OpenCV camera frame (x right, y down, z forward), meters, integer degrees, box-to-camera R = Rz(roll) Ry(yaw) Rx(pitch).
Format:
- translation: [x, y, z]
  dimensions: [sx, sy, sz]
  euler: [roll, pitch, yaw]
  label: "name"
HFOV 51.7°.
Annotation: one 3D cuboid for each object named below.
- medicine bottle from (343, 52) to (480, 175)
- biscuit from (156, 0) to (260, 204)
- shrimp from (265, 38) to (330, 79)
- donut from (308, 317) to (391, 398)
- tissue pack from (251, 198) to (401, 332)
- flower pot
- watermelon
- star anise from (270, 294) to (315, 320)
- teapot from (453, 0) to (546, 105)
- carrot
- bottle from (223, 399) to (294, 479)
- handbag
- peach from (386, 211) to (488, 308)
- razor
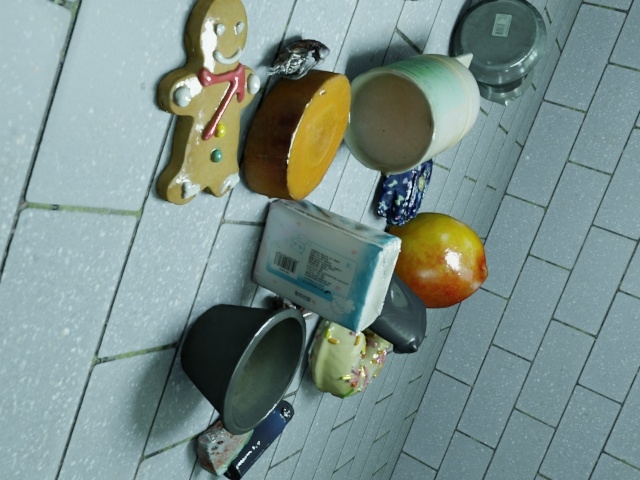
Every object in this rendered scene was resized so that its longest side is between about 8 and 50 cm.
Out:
- translation: [0.242, -0.317, 1.556]
  dimensions: [0.406, 0.236, 0.235]
  euler: [-33, 140, -52]
  label: "medicine bottle"
- translation: [-0.167, -0.214, 1.033]
  dimensions: [0.216, 0.047, 0.339]
  euler: [-25, 134, -58]
  label: "biscuit"
- translation: [-0.045, -0.316, 1.169]
  dimensions: [0.165, 0.065, 0.056]
  euler: [-48, 174, -37]
  label: "shrimp"
- translation: [0.100, 0.316, 1.944]
  dimensions: [0.371, 0.150, 0.307]
  euler: [-23, 132, -59]
  label: "donut"
- translation: [0.010, 0.044, 1.355]
  dimensions: [0.124, 0.271, 0.201]
  euler: [-18, 128, -60]
  label: "tissue pack"
- translation: [-0.162, 0.226, 1.301]
  dimensions: [0.269, 0.166, 0.269]
  euler: [-42, 145, -39]
  label: "flower pot"
- translation: [-0.226, 0.438, 1.487]
  dimensions: [0.187, 0.071, 0.139]
  euler: [-58, 149, 0]
  label: "watermelon"
- translation: [-0.061, 0.167, 1.557]
  dimensions: [0.262, 0.081, 0.230]
  euler: [-48, 152, -13]
  label: "star anise"
- translation: [0.531, -0.575, 1.972]
  dimensions: [0.344, 0.254, 0.300]
  euler: [18, 63, -73]
  label: "teapot"
- translation: [-0.026, -0.204, 1.275]
  dimensions: [0.307, 0.100, 0.258]
  euler: [-41, 149, -48]
  label: "carrot"
- translation: [-0.155, 0.497, 1.668]
  dimensions: [0.082, 0.072, 0.244]
  euler: [-32, -174, 43]
  label: "bottle"
- translation: [0.244, -0.167, 1.857]
  dimensions: [0.162, 0.113, 0.260]
  euler: [10, 95, -73]
  label: "handbag"
- translation: [0.345, 0.063, 2.018]
  dimensions: [0.308, 0.333, 0.307]
  euler: [12, 90, -69]
  label: "peach"
- translation: [0.169, 0.159, 1.815]
  dimensions: [0.349, 0.114, 0.204]
  euler: [47, 40, -35]
  label: "razor"
